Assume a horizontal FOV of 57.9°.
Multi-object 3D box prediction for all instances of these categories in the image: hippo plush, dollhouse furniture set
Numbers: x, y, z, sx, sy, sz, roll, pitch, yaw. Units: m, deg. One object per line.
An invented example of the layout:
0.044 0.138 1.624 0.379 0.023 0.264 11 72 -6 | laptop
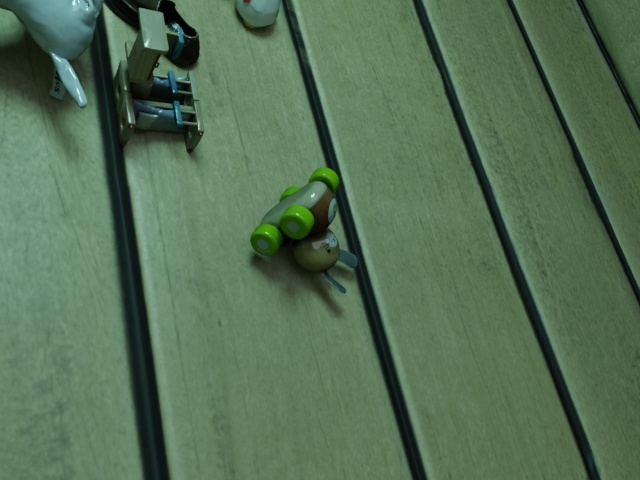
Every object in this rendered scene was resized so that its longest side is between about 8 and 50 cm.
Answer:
-0.449 -0.382 0.830 0.236 0.234 0.294 14 98 -45 | hippo plush
-0.246 -0.247 0.934 0.129 0.183 0.129 0 67 -33 | dollhouse furniture set

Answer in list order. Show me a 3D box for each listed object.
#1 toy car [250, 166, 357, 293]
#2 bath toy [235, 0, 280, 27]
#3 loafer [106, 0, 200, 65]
0.000 0.000 1.005 0.188 0.149 0.155 50 39 -16 | toy car
-0.200 -0.600 1.184 0.348 0.129 0.151 52 50 0 | bath toy
-0.301 -0.423 1.057 0.220 0.078 0.080 40 51 -10 | loafer
